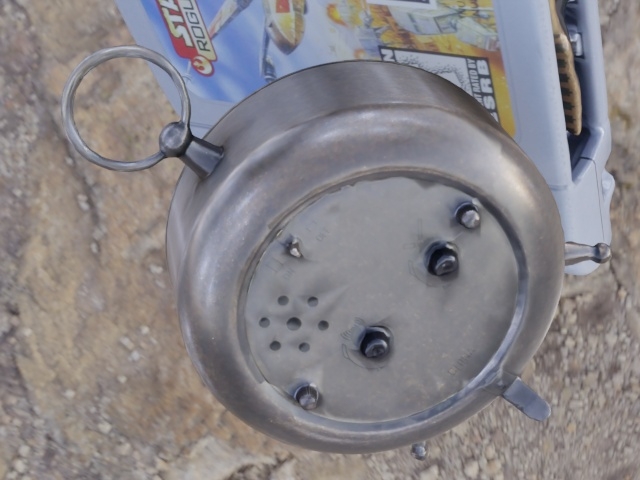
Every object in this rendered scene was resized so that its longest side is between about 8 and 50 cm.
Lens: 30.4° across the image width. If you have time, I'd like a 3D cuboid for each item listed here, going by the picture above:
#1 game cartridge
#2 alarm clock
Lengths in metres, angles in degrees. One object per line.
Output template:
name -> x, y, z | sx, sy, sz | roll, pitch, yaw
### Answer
game cartridge -> 0.000, -0.114, 0.438 | 0.198, 0.297, 0.062 | 9, 49, 28
alarm clock -> 0.000, 0.000, 0.386 | 0.129, 0.192, 0.064 | -51, 22, 15
